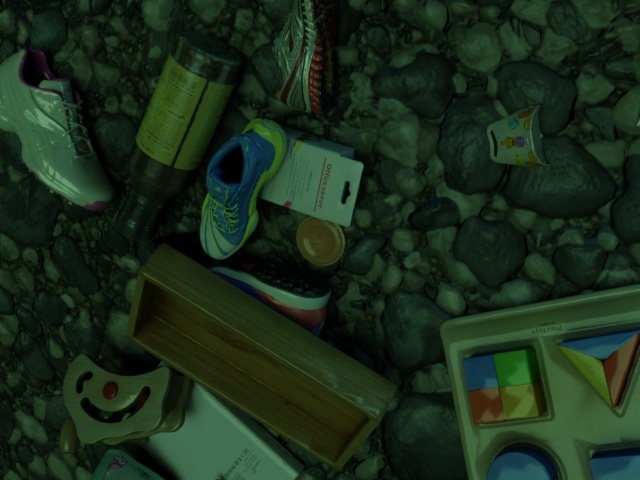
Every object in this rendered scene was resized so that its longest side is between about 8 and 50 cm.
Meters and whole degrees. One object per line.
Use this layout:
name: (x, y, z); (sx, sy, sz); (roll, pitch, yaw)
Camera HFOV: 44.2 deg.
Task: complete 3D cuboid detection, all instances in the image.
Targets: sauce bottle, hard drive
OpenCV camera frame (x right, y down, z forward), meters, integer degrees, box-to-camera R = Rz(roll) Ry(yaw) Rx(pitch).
sauce bottle: (-0.234, -0.153, 1.230); (0.111, 0.111, 0.344); (36, 115, 11)
hard drive: (-0.200, 0.366, 1.407); (0.307, 0.040, 0.203); (40, 117, 9)

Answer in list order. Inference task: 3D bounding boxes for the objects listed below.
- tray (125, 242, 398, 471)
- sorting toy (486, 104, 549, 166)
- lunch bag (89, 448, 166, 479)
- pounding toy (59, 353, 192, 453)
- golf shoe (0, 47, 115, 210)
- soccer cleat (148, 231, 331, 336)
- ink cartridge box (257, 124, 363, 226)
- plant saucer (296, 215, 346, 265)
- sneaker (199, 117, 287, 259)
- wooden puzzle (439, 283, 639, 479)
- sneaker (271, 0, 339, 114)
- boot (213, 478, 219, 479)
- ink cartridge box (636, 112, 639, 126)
tray: (-0.102, 0.185, 1.225); (0.411, 0.076, 0.203); (32, 140, 5)
sorting toy: (0.260, -0.133, 1.061); (0.075, 0.045, 0.083); (-2, 105, 44)
lunch bag: (-0.354, 0.522, 1.376); (0.160, 0.223, 0.262); (2, 131, 23)
pounding toy: (-0.341, 0.276, 1.382); (0.270, 0.155, 0.154); (-15, 70, 18)
golf shoe: (-0.441, -0.187, 1.316); (0.306, 0.115, 0.140); (48, 115, 3)
soccer cleat: (-0.140, 0.076, 1.262); (0.318, 0.108, 0.116); (18, 116, 16)
ink cartridge box: (-0.017, -0.099, 1.176); (0.181, 0.061, 0.104); (20, 112, 19)
plant saucer: (0.000, 0.000, 1.226); (0.083, 0.013, 0.083); (7, 107, 22)
sneaker: (-0.139, -0.066, 1.135); (0.091, 0.126, 0.240); (32, 116, 15)
wooden puzzle: (0.337, 0.255, 1.074); (0.322, 0.080, 0.347); (-14, 85, 26)
sneaker: (-0.030, -0.292, 1.112); (0.093, 0.088, 0.225); (8, 108, 23)
boot: (-0.200, 0.478, 1.395); (0.087, 0.042, 0.118); (-10, 101, 28)
ink cartridge box: (0.435, -0.227, 0.917); (0.046, 0.097, 0.207); (26, 113, 15)
